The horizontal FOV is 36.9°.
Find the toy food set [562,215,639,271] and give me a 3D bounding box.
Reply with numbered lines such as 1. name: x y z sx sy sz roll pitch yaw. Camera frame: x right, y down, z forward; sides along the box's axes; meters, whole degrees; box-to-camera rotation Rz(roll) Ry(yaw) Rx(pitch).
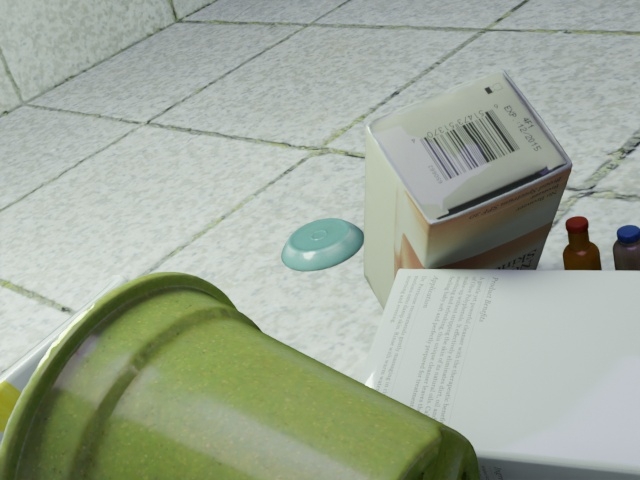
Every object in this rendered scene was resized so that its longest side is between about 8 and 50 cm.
1. toy food set: 0.323 0.061 0.957 0.111 0.104 0.232 -16 29 3

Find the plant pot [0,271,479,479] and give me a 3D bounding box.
1. plant pot: -0.037 0.183 0.674 0.254 0.276 0.276 13 41 31

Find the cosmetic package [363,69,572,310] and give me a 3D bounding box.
1. cosmetic package: 0.136 -0.014 0.974 0.153 0.296 0.129 -24 63 -10

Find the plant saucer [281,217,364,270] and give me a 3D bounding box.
1. plant saucer: 0.000 0.000 1.324 0.119 0.021 0.119 -13 29 7

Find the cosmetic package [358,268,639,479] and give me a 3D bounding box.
1. cosmetic package: 0.225 0.140 0.790 0.365 0.155 0.197 2 48 28

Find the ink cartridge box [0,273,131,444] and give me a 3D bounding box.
1. ink cartridge box: -0.290 0.234 0.819 0.385 0.160 0.279 -45 6 -40
